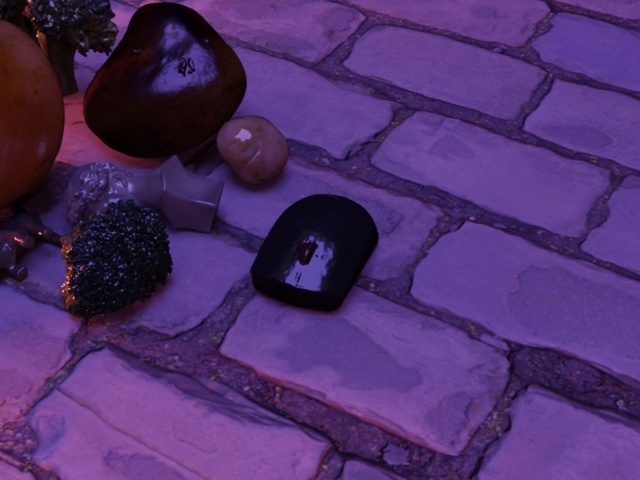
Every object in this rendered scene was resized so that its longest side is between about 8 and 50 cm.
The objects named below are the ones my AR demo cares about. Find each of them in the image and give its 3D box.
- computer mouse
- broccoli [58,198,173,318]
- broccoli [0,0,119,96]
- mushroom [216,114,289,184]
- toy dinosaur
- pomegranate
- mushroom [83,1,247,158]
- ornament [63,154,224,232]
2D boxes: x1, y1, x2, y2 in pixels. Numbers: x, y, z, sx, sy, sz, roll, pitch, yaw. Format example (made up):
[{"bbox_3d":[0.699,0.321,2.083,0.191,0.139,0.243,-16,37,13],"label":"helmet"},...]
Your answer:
[{"bbox_3d":[0.000,0.000,1.788,0.170,0.100,0.269,13,43,16],"label":"computer mouse"},{"bbox_3d":[-0.358,0.031,1.732,0.194,0.194,0.219,25,70,24],"label":"broccoli"},{"bbox_3d":[-0.517,-0.424,2.001,0.235,0.260,0.288,-40,26,-4],"label":"broccoli"},{"bbox_3d":[-0.129,-0.174,1.969,0.148,0.112,0.148,17,57,-28],"label":"mushroom"},{"bbox_3d":[-0.554,-0.004,1.818,0.188,0.075,0.247,19,49,32],"label":"toy dinosaur"},{"bbox_3d":[-0.657,-0.215,1.821,0.417,0.416,0.416,1,42,-1],"label":"pomegranate"},{"bbox_3d":[-0.287,-0.302,2.056,0.346,0.259,0.345,-11,60,19],"label":"mushroom"},{"bbox_3d":[-0.314,-0.086,1.858,0.285,0.120,0.130,-3,40,-8],"label":"ornament"}]
